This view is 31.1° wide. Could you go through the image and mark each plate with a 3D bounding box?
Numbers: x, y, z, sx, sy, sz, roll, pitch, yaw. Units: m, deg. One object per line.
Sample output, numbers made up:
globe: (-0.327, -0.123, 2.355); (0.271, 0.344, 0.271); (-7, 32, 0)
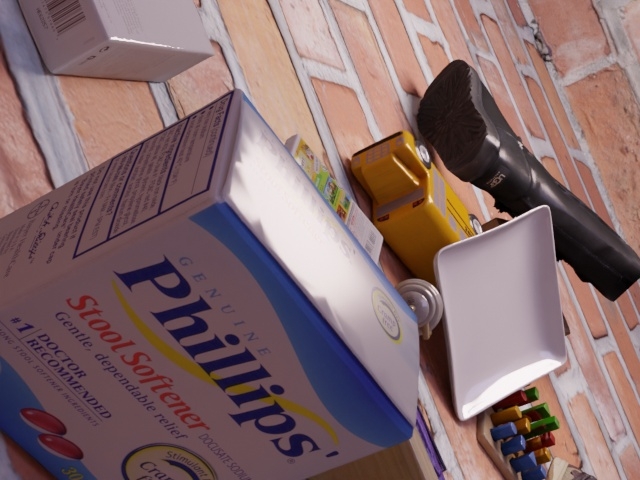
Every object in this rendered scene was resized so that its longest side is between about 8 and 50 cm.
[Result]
plate: (0.277, 0.108, 1.808); (0.278, 0.045, 0.277); (-21, 109, -39)

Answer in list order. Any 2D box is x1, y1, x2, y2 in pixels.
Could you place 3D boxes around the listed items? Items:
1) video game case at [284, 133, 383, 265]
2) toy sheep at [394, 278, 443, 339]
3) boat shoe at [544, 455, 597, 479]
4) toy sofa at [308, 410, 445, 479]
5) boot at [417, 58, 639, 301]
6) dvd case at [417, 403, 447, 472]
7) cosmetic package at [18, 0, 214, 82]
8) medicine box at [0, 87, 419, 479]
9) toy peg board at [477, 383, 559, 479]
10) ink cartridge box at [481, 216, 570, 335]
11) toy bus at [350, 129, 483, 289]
video game case: (0.000, 0.000, 1.509); (0.206, 0.026, 0.227); (50, 34, -25)
toy sheep: (0.136, 0.099, 1.664); (0.132, 0.091, 0.091); (-8, 73, -86)
boat shoe: (0.396, 0.437, 1.840); (0.285, 0.092, 0.102); (-43, 139, -68)
toy sofa: (0.081, 0.282, 1.286); (0.177, 0.150, 0.362); (-13, 79, -65)
boot: (0.401, -0.116, 2.185); (0.445, 0.146, 0.367); (33, 28, -24)
dvd case: (0.097, 0.199, 1.433); (0.221, 0.018, 0.164); (145, -78, -84)
cosmetic package: (-0.219, -0.242, 1.253); (0.117, 0.085, 0.231); (68, 22, 5)
medicine box: (-0.109, 0.071, 0.912); (0.263, 0.289, 0.149); (51, 27, -29)
toy peg board: (0.328, 0.307, 1.872); (0.161, 0.079, 0.160); (53, 26, -24)
ink cartridge box: (0.367, 0.084, 2.160); (0.193, 0.088, 0.234); (8, 60, -62)
toy bus: (0.175, -0.016, 1.831); (0.332, 0.108, 0.130); (49, 30, -34)
